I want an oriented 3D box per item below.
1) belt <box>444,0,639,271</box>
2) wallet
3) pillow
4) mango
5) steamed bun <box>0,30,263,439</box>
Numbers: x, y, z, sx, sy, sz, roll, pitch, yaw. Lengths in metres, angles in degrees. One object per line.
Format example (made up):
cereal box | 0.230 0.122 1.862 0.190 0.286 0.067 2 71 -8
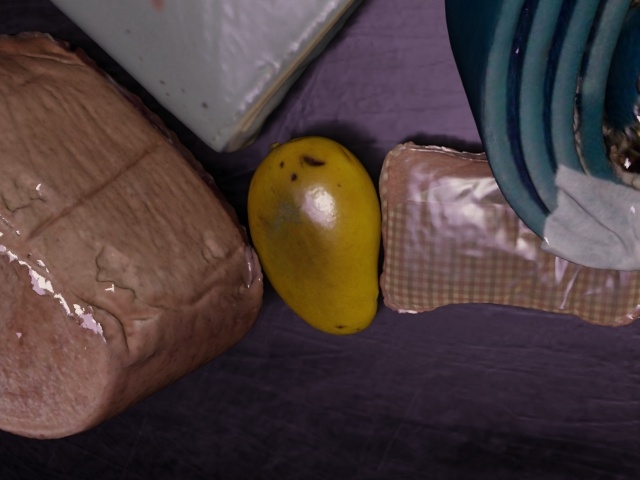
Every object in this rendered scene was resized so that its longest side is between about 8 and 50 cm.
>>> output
belt | 0.247 -0.183 0.789 0.300 0.173 0.436 10 129 -16
wallet | -0.126 -0.261 0.984 0.360 0.083 0.252 42 116 0
pillow | 0.147 -0.005 0.998 0.211 0.034 0.135 3 103 13
mango | 0.000 0.000 1.018 0.103 0.076 0.161 -7 110 23
steamed bun | -0.215 0.006 0.987 0.199 0.251 0.301 -43 84 29
